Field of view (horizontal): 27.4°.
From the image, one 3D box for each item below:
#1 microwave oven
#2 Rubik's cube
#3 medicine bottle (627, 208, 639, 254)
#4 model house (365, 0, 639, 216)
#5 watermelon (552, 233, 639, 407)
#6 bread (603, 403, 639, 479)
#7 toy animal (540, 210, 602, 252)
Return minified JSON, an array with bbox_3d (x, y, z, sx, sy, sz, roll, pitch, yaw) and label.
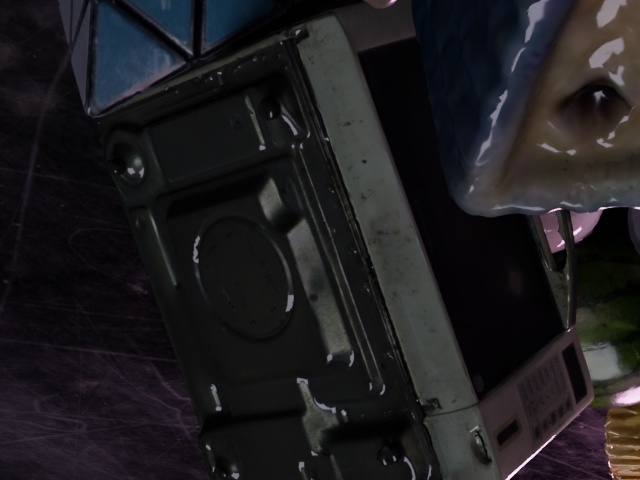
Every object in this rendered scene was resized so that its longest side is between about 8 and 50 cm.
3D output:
[{"bbox_3d":[0.017,0.015,1.144,0.333,0.247,0.394,-15,96,42],"label":"microwave oven"},{"bbox_3d":[-0.131,-0.253,1.079,0.233,0.229,0.228,-44,169,14],"label":"Rubik's cube"},{"bbox_3d":[0.445,-0.010,1.156,0.290,0.245,0.245,28,146,-17],"label":"medicine bottle"},{"bbox_3d":[0.124,-0.234,0.672,0.400,0.395,0.445,-33,129,28],"label":"model house"},{"bbox_3d":[0.313,0.082,1.405,0.215,0.188,0.188,-21,137,20],"label":"watermelon"},{"bbox_3d":[0.439,0.221,1.560,0.156,0.204,0.288,4,143,24],"label":"bread"},{"bbox_3d":[0.209,-0.077,1.241,0.179,0.127,0.193,2,146,14],"label":"toy animal"}]
